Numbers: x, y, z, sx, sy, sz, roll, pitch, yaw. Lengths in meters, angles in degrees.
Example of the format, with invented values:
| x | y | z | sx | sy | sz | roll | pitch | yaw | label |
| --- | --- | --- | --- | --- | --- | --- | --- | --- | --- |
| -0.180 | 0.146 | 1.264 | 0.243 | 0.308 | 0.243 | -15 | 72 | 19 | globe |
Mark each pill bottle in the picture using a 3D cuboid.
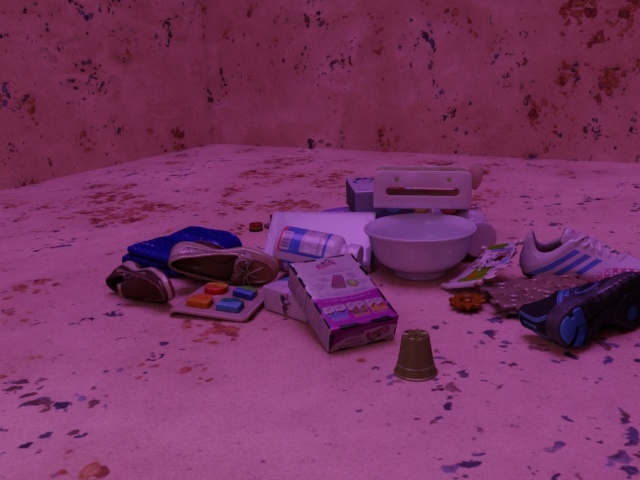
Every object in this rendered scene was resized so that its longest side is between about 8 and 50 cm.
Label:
| x | y | z | sx | sy | sz | roll | pitch | yaw | label |
| --- | --- | --- | --- | --- | --- | --- | --- | --- | --- |
| -0.004 | 0.039 | 1.901 | 0.221 | 0.124 | 0.124 | 12 | 19 | 15 | pill bottle |
| 0.420 | -0.032 | 2.099 | 0.131 | 0.131 | 0.229 | -5 | 16 | -11 | pill bottle |

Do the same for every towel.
| x | y | z | sx | sy | sz | roll | pitch | yaw | label |
| --- | --- | --- | --- | --- | --- | --- | --- | --- | --- |
| -0.406 | 0.023 | 2.118 | 0.227 | 0.076 | 0.308 | 5 | 17 | 27 | towel |

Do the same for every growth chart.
| x | y | z | sx | sy | sz | roll | pitch | yaw | label |
| --- | --- | --- | --- | --- | --- | --- | --- | --- | --- |
| 0.412 | 0.061 | 1.800 | 0.237 | 0.021 | 0.172 | -35 | 10 | -37 | growth chart |

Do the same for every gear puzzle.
| x | y | z | sx | sy | sz | roll | pitch | yaw | label |
| --- | --- | --- | --- | --- | --- | --- | --- | --- | --- |
| 0.468 | 0.137 | 1.668 | 0.339 | 0.044 | 0.175 | -6 | 17 | -4 | gear puzzle |

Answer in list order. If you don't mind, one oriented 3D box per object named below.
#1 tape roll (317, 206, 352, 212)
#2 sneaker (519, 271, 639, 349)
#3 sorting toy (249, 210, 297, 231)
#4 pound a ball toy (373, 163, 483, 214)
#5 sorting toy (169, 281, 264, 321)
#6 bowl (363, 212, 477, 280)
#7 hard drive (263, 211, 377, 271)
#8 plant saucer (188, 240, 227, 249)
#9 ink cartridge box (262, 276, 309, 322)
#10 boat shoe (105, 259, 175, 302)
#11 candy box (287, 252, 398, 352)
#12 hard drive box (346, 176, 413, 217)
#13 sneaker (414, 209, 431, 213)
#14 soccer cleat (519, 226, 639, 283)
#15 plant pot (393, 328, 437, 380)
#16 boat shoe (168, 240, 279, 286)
| x | y | z | sx | sy | sz | roll | pitch | yaw | label |
| --- | --- | --- | --- | --- | --- | --- | --- | --- | --- |
| 0.109 | -0.034 | 2.226 | 0.275 | 0.090 | 0.275 | -2 | 15 | 0 | tape roll |
| 0.572 | 0.129 | 1.517 | 0.341 | 0.125 | 0.139 | -9 | 12 | -31 | sneaker |
| -0.099 | -0.066 | 2.450 | 0.274 | 0.046 | 0.132 | -11 | 18 | -29 | sorting toy |
| 0.318 | -0.148 | 2.085 | 0.319 | 0.136 | 0.208 | 2 | 13 | 6 | pound a ball toy |
| -0.236 | 0.141 | 1.742 | 0.208 | 0.038 | 0.193 | 2 | 16 | 16 | sorting toy |
| 0.266 | 0.023 | 1.917 | 0.298 | 0.134 | 0.298 | -2 | 16 | 1 | bowl |
| 0.000 | 0.000 | 2.039 | 0.307 | 0.040 | 0.203 | 1 | 48 | 12 | hard drive |
| -0.311 | 0.059 | 1.967 | 0.168 | 0.029 | 0.168 | 16 | 30 | -10 | plant saucer |
| -0.036 | 0.138 | 1.679 | 0.181 | 0.061 | 0.104 | 13 | 23 | 41 | ink cartridge box |
| -0.456 | 0.119 | 1.787 | 0.095 | 0.095 | 0.257 | -30 | 23 | -32 | boat shoe |
| 0.043 | 0.130 | 1.554 | 0.159 | 0.071 | 0.233 | -9 | 38 | -22 | candy box |
| 0.183 | -0.138 | 2.263 | 0.181 | 0.089 | 0.232 | -4 | 16 | -5 | hard drive box |
| 0.312 | -0.132 | 2.519 | 0.100 | 0.108 | 0.271 | 7 | 17 | 35 | sneaker |
| 0.667 | 0.040 | 1.785 | 0.331 | 0.143 | 0.116 | 2 | 16 | 13 | soccer cleat |
| 0.180 | 0.212 | 1.354 | 0.083 | 0.079 | 0.083 | -1 | 16 | 0 | plant pot |
| -0.248 | 0.072 | 1.846 | 0.285 | 0.104 | 0.089 | 6 | 20 | -6 | boat shoe |
